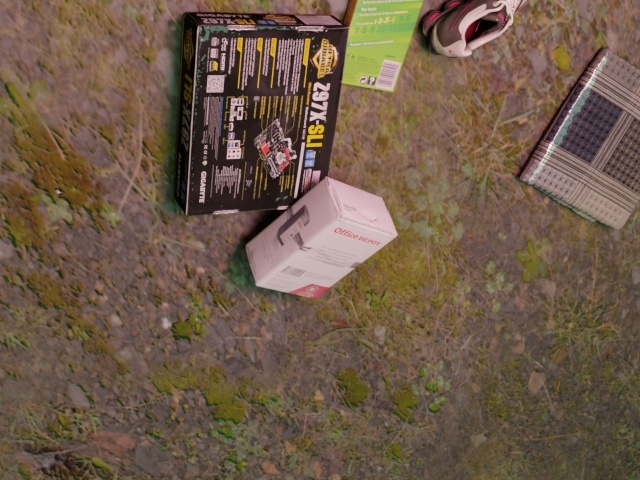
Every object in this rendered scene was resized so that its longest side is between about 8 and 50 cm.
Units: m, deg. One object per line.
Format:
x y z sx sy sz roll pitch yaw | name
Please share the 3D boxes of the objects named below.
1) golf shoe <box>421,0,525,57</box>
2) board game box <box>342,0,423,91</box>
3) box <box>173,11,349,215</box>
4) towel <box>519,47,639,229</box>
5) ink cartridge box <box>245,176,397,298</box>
0.306 -0.403 1.519 0.273 0.120 0.105 -41 126 -1 | golf shoe
0.106 -0.382 1.480 0.124 0.039 0.259 4 118 -30 | board game box
-0.101 -0.204 1.453 0.257 0.079 0.322 -7 120 -26 | box
0.593 -0.200 1.833 0.324 0.056 0.312 23 103 -33 | towel
0.000 0.000 1.549 0.218 0.092 0.158 -37 146 30 | ink cartridge box
